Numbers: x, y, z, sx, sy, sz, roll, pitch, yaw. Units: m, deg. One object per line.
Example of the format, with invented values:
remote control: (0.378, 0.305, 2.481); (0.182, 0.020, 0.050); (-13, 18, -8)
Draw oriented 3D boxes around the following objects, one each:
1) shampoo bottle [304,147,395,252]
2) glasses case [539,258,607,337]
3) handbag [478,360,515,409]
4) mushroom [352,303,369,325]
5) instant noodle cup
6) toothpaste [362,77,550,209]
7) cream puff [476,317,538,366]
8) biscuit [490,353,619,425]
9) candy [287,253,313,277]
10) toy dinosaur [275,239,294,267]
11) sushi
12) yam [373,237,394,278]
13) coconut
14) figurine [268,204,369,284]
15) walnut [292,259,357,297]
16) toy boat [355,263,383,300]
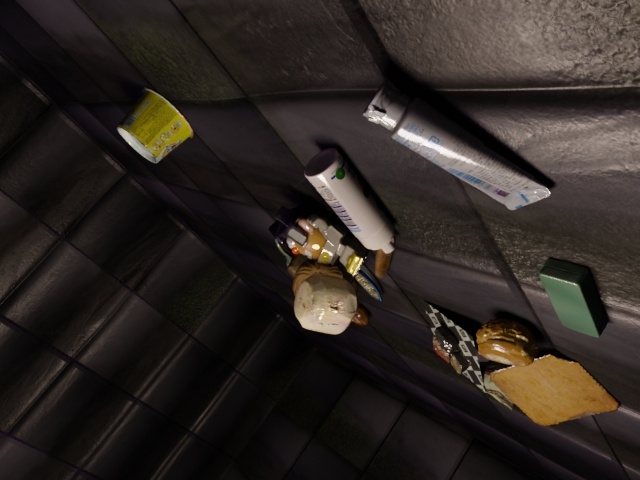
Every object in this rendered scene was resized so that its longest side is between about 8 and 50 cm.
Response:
shampoo bottle: (0.085, -0.072, 1.221); (0.303, 0.092, 0.092); (48, 161, -32)
glasses case: (0.467, 0.108, 0.986); (0.078, 0.039, 0.184); (18, 155, 49)
handbag: (0.542, 0.406, 1.509); (0.213, 0.127, 0.235); (30, 175, -6)
mushroom: (0.143, 0.302, 2.153); (0.127, 0.087, 0.127); (39, 165, 13)
instant noodle cup: (-0.518, -0.347, 1.656); (0.205, 0.153, 0.205); (34, 162, 12)
toothpaste: (0.207, -0.140, 0.827); (0.299, 0.073, 0.114); (32, 164, -6)
cream puff: (0.445, 0.239, 1.281); (0.144, 0.103, 0.126); (4, 153, 37)
biscuit: (0.580, 0.378, 1.345); (0.237, 0.013, 0.232); (43, 133, -14)
candy: (-0.016, 0.140, 2.020); (0.234, 0.104, 0.102); (40, 159, -9)
toy dinosaur: (-0.091, 0.109, 2.144); (0.147, 0.076, 0.363); (34, 167, 28)
sushi: (0.367, 0.315, 1.553); (0.231, 0.047, 0.219); (39, 154, 58)
yam: (0.170, 0.048, 1.456); (0.046, 0.046, 0.264); (33, 162, 15)
coconut: (0.027, 0.177, 1.474); (0.183, 0.171, 0.171); (13, 175, -24)
figurine: (0.001, 0.000, 1.511); (0.308, 0.143, 0.308); (25, 144, 20)
walnut: (0.014, 0.156, 1.817); (0.228, 0.228, 0.228); (35, 164, 11)
toy boat: (0.141, 0.118, 1.716); (0.080, 0.046, 0.229); (21, 157, 48)
